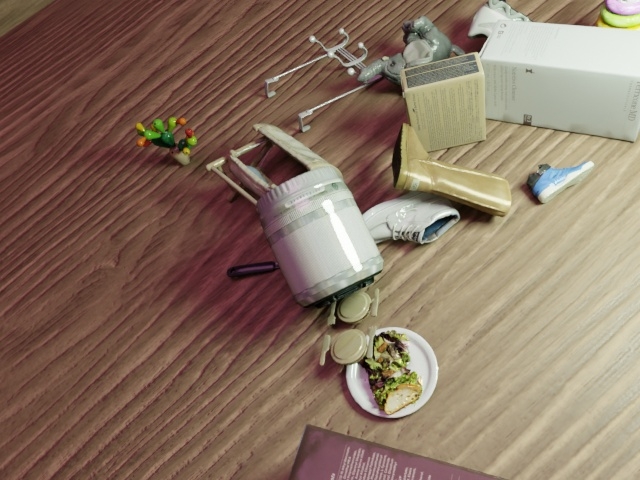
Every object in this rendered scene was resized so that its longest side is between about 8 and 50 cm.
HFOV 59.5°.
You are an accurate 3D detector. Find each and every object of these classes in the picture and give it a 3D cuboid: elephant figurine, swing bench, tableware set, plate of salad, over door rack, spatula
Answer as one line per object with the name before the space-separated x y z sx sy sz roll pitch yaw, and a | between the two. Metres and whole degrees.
elephant figurine | 0.254 -0.498 1.591 0.186 0.169 0.240 5 57 51
swing bench | -0.118 -0.174 1.493 0.254 0.165 0.253 -44 56 -12
tableware set | 0.076 0.200 1.260 0.128 0.039 0.194 -15 41 27
plate of salad | 0.149 0.275 1.195 0.199 0.048 0.200 -9 57 14
over door rack | 0.006 -0.506 1.697 0.324 0.108 0.239 -35 54 -5
spatula | -0.098 0.056 1.423 0.296 0.030 0.084 -13 58 9

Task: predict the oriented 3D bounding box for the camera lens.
camera lens | 0.000 0.000 1.265 0.219 0.219 0.274 -25 85 1

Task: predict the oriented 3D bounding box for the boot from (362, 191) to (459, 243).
boot | 0.202 -0.036 1.342 0.258 0.095 0.123 -30 48 -3

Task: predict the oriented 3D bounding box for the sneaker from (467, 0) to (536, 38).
sneaker | 0.555 -0.527 1.537 0.330 0.122 0.146 40 111 18

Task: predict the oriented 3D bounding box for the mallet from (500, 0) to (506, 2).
mallet | 0.553 -0.626 1.644 0.039 0.062 0.190 -19 70 7

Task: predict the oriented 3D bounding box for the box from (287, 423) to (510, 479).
box | 0.149 0.459 0.994 0.381 0.191 0.143 7 61 21

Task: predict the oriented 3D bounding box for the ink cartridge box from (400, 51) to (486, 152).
ink cartridge box | 0.314 -0.339 1.414 0.193 0.235 0.088 -9 56 11

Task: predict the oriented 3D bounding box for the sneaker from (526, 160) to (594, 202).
sneaker | 0.563 -0.161 1.328 0.152 0.058 0.085 -34 63 3

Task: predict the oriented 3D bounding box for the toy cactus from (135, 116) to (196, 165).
toy cactus | -0.442 -0.283 1.655 0.218 0.180 0.112 3 60 20

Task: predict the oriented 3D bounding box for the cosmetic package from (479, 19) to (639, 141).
cosmetic package | 0.601 -0.395 1.371 0.384 0.217 0.156 17 65 29

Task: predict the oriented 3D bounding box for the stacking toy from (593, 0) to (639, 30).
stacking toy | 0.750 -0.563 1.371 0.175 0.302 0.166 -22 55 5

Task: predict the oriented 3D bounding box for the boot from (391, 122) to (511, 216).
boot | 0.311 -0.170 1.358 0.269 0.089 0.236 13 49 -5
